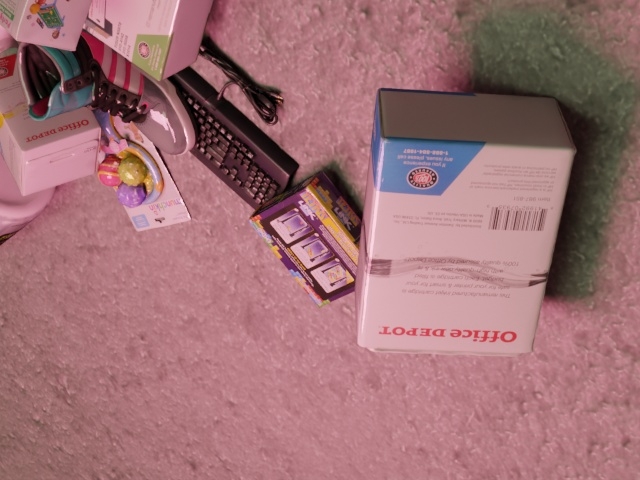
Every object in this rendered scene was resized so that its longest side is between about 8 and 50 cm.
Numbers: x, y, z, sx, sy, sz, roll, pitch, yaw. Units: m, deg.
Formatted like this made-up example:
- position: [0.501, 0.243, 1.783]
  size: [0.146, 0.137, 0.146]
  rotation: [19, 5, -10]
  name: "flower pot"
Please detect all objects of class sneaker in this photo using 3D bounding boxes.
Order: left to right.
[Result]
- position: [-0.320, -0.206, 1.822]
  size: [0.295, 0.178, 0.124]
  rotation: [48, 142, -7]
  name: "sneaker"

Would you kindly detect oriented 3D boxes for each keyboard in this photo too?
- position: [-0.158, -0.190, 1.856]
  size: [0.317, 0.033, 0.201]
  rotation: [41, 135, 9]
  name: "keyboard"

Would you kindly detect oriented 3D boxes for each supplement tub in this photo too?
- position: [-0.597, -0.069, 2.170]
  size: [0.316, 0.193, 0.193]
  rotation: [-29, 96, 46]
  name: "supplement tub"

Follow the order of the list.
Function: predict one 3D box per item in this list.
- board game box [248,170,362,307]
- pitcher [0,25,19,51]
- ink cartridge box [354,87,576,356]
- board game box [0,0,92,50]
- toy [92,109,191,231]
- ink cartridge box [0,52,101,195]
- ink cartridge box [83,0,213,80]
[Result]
- position: [0.000, 0.000, 1.822]
  size: [0.141, 0.048, 0.170]
  rotation: [-27, 107, 44]
  name: "board game box"
- position: [-0.508, -0.371, 1.909]
  size: [0.125, 0.178, 0.207]
  rotation: [6, 112, 7]
  name: "pitcher"
- position: [0.165, -0.018, 1.568]
  size: [0.223, 0.129, 0.307]
  rotation: [2, 125, -4]
  name: "ink cartridge box"
- position: [-0.351, -0.426, 1.616]
  size: [0.224, 0.097, 0.303]
  rotation: [40, 115, 38]
  name: "board game box"
- position: [-0.312, -0.116, 2.008]
  size: [0.137, 0.056, 0.237]
  rotation: [-10, 110, 43]
  name: "toy"
- position: [-0.429, -0.183, 1.956]
  size: [0.176, 0.128, 0.127]
  rotation: [59, 155, 22]
  name: "ink cartridge box"
- position: [-0.257, -0.344, 1.727]
  size: [0.219, 0.092, 0.160]
  rotation: [34, 133, 15]
  name: "ink cartridge box"
